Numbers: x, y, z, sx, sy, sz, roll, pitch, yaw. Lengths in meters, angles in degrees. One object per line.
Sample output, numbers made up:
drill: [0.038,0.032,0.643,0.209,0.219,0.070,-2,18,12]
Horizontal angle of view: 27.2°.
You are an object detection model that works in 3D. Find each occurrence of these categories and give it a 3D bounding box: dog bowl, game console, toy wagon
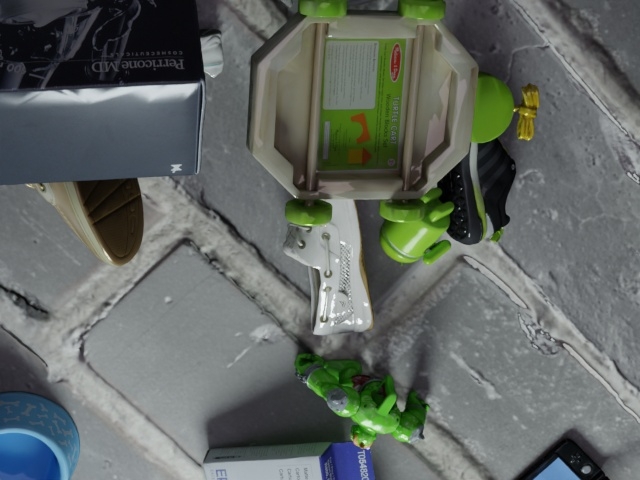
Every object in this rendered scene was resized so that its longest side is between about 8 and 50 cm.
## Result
dog bowl: [-0.412,0.347,1.727,0.165,0.074,0.297,12,107,-14]
game console: [0.345,0.376,1.865,0.144,0.085,0.124,-43,110,5]
toy wagon: [0.087,-0.154,1.552,0.344,0.068,0.267,-2,111,-16]

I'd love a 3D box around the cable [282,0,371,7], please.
cable: [0.029,-0.362,1.474,0.257,0.089,0.257,-1,155,26]

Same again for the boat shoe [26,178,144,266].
boat shoe: [-0.311,-0.103,1.587,0.098,0.109,0.302,-9,117,36]

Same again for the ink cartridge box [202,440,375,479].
ink cartridge box: [-0.031,0.379,1.788,0.224,0.045,0.223,-6,110,10]

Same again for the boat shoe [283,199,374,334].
boat shoe: [0.000,0.000,1.669,0.096,0.098,0.277,-13,112,-6]

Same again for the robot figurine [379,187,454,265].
robot figurine: [0.120,-0.018,1.690,0.101,0.067,0.115,49,128,12]

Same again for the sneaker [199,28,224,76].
sneaker: [-0.188,-0.209,1.589,0.152,0.054,0.061,-13,113,-6]

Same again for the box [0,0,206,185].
box: [-0.305,-0.235,1.404,0.343,0.313,0.179,-4,152,-9]

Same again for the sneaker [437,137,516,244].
sneaker: [0.200,-0.108,1.693,0.097,0.084,0.235,-16,114,-30]

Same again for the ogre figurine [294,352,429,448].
ogre figurine: [0.063,0.211,1.741,0.097,0.118,0.197,-43,110,6]
